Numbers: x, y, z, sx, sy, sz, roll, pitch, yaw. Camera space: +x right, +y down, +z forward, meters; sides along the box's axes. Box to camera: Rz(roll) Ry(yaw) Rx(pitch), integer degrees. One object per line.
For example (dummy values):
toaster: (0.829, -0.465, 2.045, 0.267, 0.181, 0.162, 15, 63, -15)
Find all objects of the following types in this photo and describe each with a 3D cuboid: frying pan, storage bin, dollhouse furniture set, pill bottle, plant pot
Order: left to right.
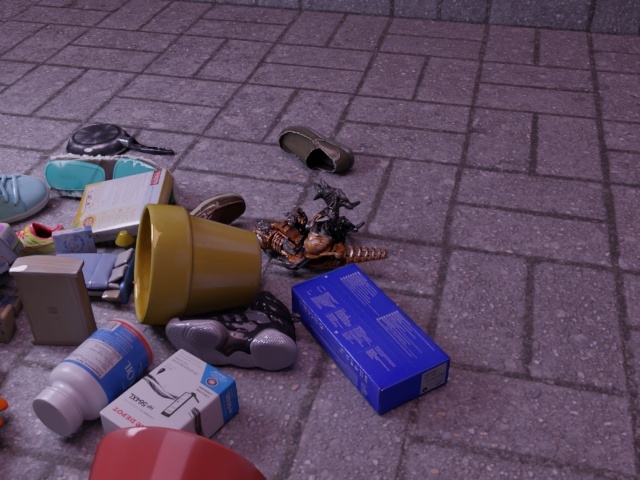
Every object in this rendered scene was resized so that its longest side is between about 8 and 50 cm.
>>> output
storage bin: (-0.708, 0.049, 1.566, 0.091, 0.098, 0.135, 49, 42, -1)
dollhouse furniture set: (-0.573, 0.052, 1.609, 0.286, 0.198, 0.303, 2, 35, 3)
pill bottle: (-0.425, 0.257, 1.387, 0.124, 0.124, 0.221, 17, 40, 23)
frying pan: (-0.620, -0.281, 2.204, 0.326, 0.053, 0.197, 20, 41, 31)
plant pot: (-0.230, 0.437, 1.043, 0.275, 0.275, 0.243, 7, 47, 10)
plant pot: (-0.262, 0.055, 1.584, 0.239, 0.254, 0.254, 4, 33, -22)

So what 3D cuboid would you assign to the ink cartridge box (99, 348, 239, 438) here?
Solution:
ink cartridge box: (-0.271, 0.310, 1.342, 0.148, 0.085, 0.203, 23, 41, 29)

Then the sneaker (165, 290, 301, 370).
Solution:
sneaker: (-0.171, 0.176, 1.520, 0.269, 0.101, 0.153, 9, 36, 4)

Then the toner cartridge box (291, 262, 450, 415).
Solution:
toner cartridge box: (0.092, 0.189, 1.514, 0.165, 0.075, 0.348, -18, 40, -24)

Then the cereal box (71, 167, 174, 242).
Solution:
cereal box: (-0.489, -0.082, 1.829, 0.240, 0.047, 0.173, -9, 51, 18)

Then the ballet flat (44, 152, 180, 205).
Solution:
ballet flat: (-0.539, -0.167, 1.979, 0.409, 0.147, 0.147, 12, 38, 16)

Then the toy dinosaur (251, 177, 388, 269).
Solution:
toy dinosaur: (0.000, 0.000, 1.758, 0.322, 0.164, 0.218, 26, 56, 6)

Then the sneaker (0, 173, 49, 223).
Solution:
sneaker: (-0.848, -0.118, 1.828, 0.366, 0.150, 0.135, -9, 76, -34)

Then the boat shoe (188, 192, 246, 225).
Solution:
boat shoe: (-0.288, -0.028, 1.813, 0.257, 0.095, 0.095, -28, 46, -16)

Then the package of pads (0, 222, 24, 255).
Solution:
package of pads: (-0.863, 0.050, 1.666, 0.297, 0.101, 0.229, 8, 50, 12)

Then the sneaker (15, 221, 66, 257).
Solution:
sneaker: (-0.700, -0.005, 1.777, 0.209, 0.094, 0.081, -4, 38, -3)

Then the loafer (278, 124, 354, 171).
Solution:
loafer: (-0.026, -0.260, 2.120, 0.251, 0.094, 0.087, 21, 37, 27)

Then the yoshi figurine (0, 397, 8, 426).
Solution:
yoshi figurine: (-0.721, 0.257, 1.350, 0.203, 0.203, 0.362, -34, 46, -12)

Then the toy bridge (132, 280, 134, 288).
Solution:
toy bridge: (-0.344, 0.074, 1.706, 0.063, 0.026, 0.188, 42, 59, 18)

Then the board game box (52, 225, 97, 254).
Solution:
board game box: (-0.580, 0.014, 1.752, 0.090, 0.090, 0.020, -10, 35, -13)
